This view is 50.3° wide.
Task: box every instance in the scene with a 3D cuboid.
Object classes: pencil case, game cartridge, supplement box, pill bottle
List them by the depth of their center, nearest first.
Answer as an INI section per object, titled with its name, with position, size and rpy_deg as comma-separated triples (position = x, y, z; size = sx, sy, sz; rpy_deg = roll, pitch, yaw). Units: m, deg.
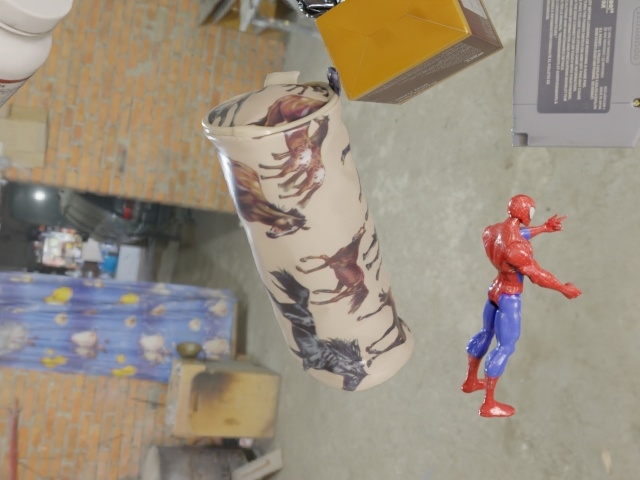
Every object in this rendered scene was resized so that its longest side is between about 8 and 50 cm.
[pill bottle]
position = -0.324, -0.178, 0.614
size = 0.216, 0.121, 0.121
rpy_deg = -29, 51, 31
[pencil case]
position = 0.000, 0.000, 0.847
size = 0.183, 0.160, 0.410
rpy_deg = -58, -43, -47
[game cartridge]
position = 0.374, -0.278, 0.952
size = 0.062, 0.198, 0.297
rpy_deg = -21, -67, -65
[supplement box]
position = 0.135, -0.301, 1.000
size = 0.191, 0.194, 0.129
rpy_deg = -25, 86, 30

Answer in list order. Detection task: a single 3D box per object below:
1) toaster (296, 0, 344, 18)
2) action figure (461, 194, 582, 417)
[toaster]
position = 0.026, -0.531, 1.351
size = 0.146, 0.129, 0.227
rpy_deg = -48, 33, -12
[action figure]
position = 0.257, 0.073, 0.837
size = 0.091, 0.139, 0.280
rpy_deg = -125, 31, -61
